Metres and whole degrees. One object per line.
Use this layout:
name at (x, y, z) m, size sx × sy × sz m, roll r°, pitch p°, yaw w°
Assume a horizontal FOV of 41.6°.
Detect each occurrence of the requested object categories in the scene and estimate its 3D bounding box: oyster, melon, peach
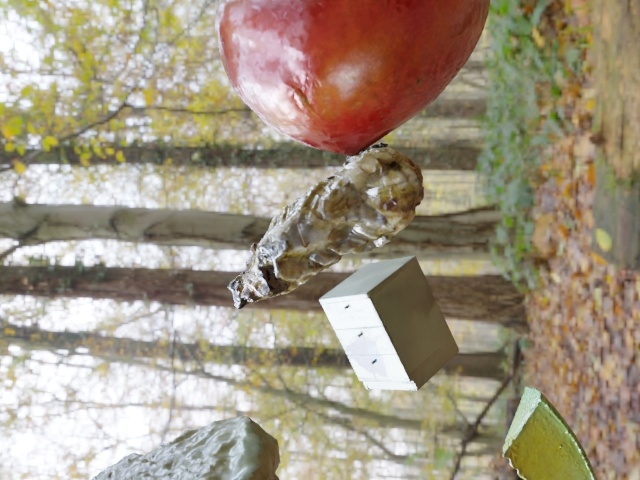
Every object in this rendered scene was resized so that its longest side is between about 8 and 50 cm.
oyster at (-0.002, -0.002, 1.176) m, size 0.129 × 0.345 × 0.079 m, roll 50°, pitch -161°, yaw -12°
melon at (0.327, 0.331, 1.143) m, size 0.262 × 0.114 × 0.053 m, roll 63°, pitch 157°, yaw -1°
peach at (0.047, -0.266, 0.952) m, size 0.338 × 0.281 × 0.281 m, roll -50°, pitch 2°, yaw 22°

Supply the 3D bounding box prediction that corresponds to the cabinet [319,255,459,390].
cabinet at (0.128, 0.161, 1.583) m, size 0.150 × 0.145 × 0.206 m, roll -34°, pitch -77°, yaw -36°

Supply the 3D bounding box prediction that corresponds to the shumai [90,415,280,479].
shumai at (-0.100, 0.274, 0.590) m, size 0.222 × 0.260 × 0.225 m, roll 64°, pitch 169°, yaw -16°
